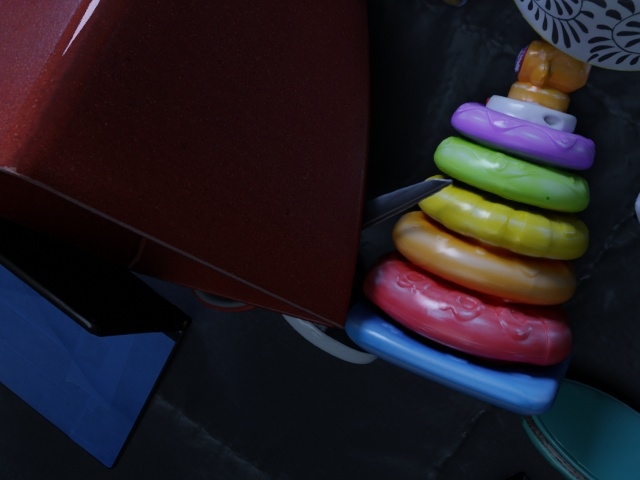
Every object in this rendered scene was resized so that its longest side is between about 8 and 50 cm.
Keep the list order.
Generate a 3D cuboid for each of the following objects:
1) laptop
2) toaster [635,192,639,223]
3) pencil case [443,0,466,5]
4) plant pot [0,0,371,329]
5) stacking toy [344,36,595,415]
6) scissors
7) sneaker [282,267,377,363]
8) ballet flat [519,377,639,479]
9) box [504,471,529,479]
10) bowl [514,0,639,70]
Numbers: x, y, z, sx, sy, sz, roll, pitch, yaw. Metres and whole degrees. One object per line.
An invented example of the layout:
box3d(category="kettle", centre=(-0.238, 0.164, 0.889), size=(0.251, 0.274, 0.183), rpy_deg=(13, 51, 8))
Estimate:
box3d(category="laptop", centre=(-0.356, 0.060, 0.782), size=(0.382, 0.408, 0.236), rpy_deg=(35, 88, 7))
box3d(category="toaster", centre=(0.310, -0.021, 0.498), size=(0.146, 0.129, 0.227), rpy_deg=(49, 124, 7))
box3d(category="pencil case", centre=(-0.005, -0.251, 0.573), size=(0.273, 0.113, 0.124), rpy_deg=(17, 160, 19))
box3d(category="plant pot", centre=(-0.116, -0.108, 0.549), size=(0.267, 0.267, 0.235), rpy_deg=(10, 75, 42))
box3d(category="stacking toy", centre=(0.140, -0.043, 0.572), size=(0.166, 0.175, 0.302), rpy_deg=(21, 105, 20))
box3d(category="scissors", centre=(-0.013, 0.009, 0.626), size=(0.297, 0.021, 0.109), rpy_deg=(-2, 102, 41))
box3d(category="sneaker", centre=(0.000, 0.000, 0.681), size=(0.217, 0.079, 0.121), rpy_deg=(46, 124, 6))
box3d(category="ballet flat", centre=(0.264, 0.196, 0.627), size=(0.247, 0.083, 0.087), rpy_deg=(27, 151, 14))
box3d(category="box", centre=(0.167, 0.264, 0.716), size=(0.083, 0.052, 0.062), rpy_deg=(-40, 88, 30))
box3d(category="bowl", centre=(0.199, -0.196, 0.471), size=(0.170, 0.080, 0.170), rpy_deg=(0, 87, 6))
